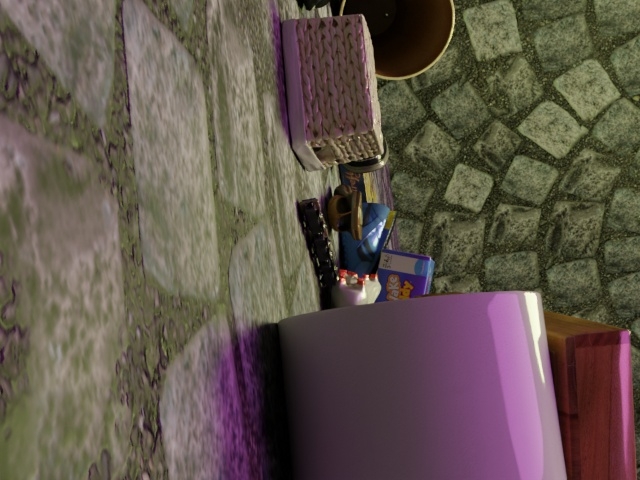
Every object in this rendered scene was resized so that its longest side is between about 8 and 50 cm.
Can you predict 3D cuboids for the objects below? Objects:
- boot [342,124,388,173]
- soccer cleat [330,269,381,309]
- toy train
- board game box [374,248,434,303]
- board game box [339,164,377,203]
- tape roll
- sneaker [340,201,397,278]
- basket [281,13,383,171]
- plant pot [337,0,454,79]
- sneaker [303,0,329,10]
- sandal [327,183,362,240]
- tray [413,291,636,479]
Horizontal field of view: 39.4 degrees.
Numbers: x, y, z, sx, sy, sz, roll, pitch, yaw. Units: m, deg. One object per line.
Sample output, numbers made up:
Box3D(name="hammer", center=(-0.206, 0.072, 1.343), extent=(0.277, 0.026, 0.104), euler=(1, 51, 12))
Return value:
Box3D(name="boot", center=(0.049, -0.236, 1.464), extent=(0.236, 0.085, 0.178), euler=(-98, 174, -50))
Box3D(name="soccer cleat", center=(0.043, 0.083, 1.231), extent=(0.196, 0.068, 0.076), euler=(-15, 113, -81))
Box3D(name="toy train", center=(0.000, 0.000, 1.095), extent=(0.158, 0.027, 0.036), euler=(74, 8, -50))
Box3D(name="board game box", center=(0.133, 0.138, 1.520), extent=(0.347, 0.078, 0.233), euler=(19, 82, -81))
Box3D(name="board game box", center=(0.073, -0.108, 1.672), extent=(0.243, 0.042, 0.165), euler=(-77, 158, -69))
Box3D(name="tape roll", center=(0.089, 0.144, 0.812), extent=(0.246, 0.246, 0.169), euler=(45, 39, -78))
Box3D(name="sneaker", center=(0.059, 0.020, 1.429), extent=(0.069, 0.082, 0.209), euler=(101, 10, -51))
Box3D(name="basket", center=(0.017, -0.182, 1.098), extent=(0.113, 0.103, 0.167), euler=(52, 33, -74))
Box3D(name="plant pot", center=(0.133, -0.478, 1.896), extent=(0.254, 0.237, 0.237), euler=(-118, -163, -69))
Box3D(name="sneaker", center=(0.031, -0.432, 1.346), extent=(0.283, 0.124, 0.107), euler=(-84, 165, -58))
Box3D(name="sandal", center=(0.032, -0.043, 1.320), extent=(0.180, 0.049, 0.072), euler=(-123, -151, -74))
Box3D(name="tray", center=(0.207, 0.177, 1.008), extent=(0.411, 0.076, 0.202), euler=(-173, -101, -77))
